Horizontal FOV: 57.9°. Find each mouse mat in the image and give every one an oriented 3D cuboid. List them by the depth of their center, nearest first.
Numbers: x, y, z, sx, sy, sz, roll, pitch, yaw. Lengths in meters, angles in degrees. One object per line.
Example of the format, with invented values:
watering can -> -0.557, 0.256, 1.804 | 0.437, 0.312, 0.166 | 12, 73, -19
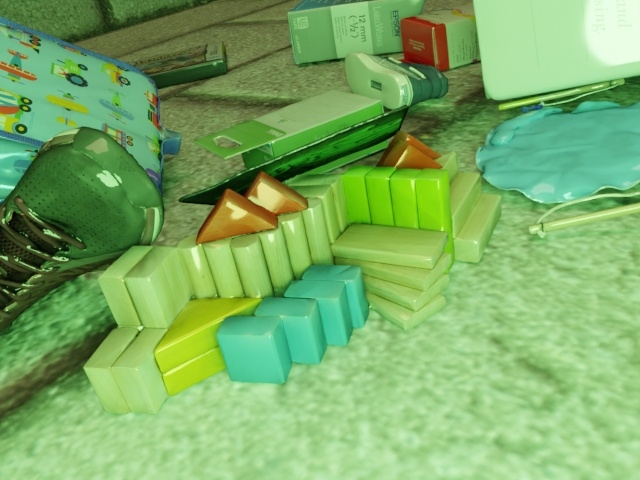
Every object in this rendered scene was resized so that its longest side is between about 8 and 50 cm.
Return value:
mouse mat -> -0.017, -0.066, 0.496 | 0.189, 0.007, 0.152 | -23, 0, 5

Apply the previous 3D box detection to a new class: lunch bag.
lunch bag -> -0.310, -0.146, 0.679 | 0.293, 0.138, 0.221 | 6, 45, -25

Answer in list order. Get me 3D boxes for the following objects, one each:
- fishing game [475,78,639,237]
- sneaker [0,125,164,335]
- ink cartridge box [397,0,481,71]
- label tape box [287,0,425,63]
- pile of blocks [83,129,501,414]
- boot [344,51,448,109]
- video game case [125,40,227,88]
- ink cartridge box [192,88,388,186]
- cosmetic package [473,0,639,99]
fishing game -> 0.247, -0.085, 0.569 | 0.189, 0.041, 0.264 | -12, 33, 14
sneaker -> -0.235, 0.028, 0.443 | 0.281, 0.106, 0.163 | -25, 24, 47
ink cartridge box -> 0.233, -0.361, 1.021 | 0.230, 0.078, 0.134 | -18, 29, -10
label tape box -> 0.129, -0.476, 1.233 | 0.347, 0.115, 0.249 | 0, 31, 13
pile of blocks -> 0.000, 0.000, 0.430 | 0.362, 0.113, 0.149 | -29, 33, -27
boot -> 0.111, -0.248, 0.891 | 0.086, 0.069, 0.190 | -15, 36, -20
video game case -> -0.357, -0.405, 1.361 | 0.274, 0.035, 0.248 | -13, 29, -3
ink cartridge box -> -0.035, -0.119, 0.705 | 0.209, 0.062, 0.109 | -25, 31, -22
cosmetic package -> 0.381, -0.371, 0.638 | 0.393, 0.330, 0.327 | -6, 17, 27
